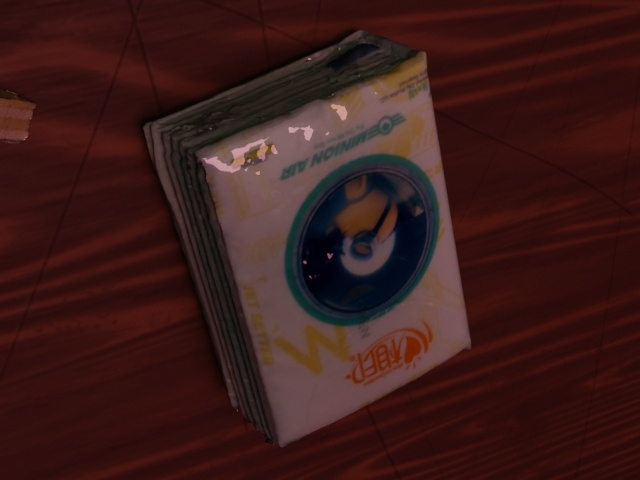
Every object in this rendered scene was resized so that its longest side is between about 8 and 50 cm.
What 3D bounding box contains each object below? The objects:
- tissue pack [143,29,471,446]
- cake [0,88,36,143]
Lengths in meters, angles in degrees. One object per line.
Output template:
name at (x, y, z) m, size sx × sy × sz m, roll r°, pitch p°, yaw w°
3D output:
tissue pack at (0.000, 0.000, 1.423) m, size 0.287 × 0.162 × 0.388 m, roll -25°, pitch 123°, yaw -19°
cake at (-0.331, -0.131, 1.243) m, size 0.121 × 0.065 × 0.052 m, roll 8°, pitch 111°, yaw -58°
